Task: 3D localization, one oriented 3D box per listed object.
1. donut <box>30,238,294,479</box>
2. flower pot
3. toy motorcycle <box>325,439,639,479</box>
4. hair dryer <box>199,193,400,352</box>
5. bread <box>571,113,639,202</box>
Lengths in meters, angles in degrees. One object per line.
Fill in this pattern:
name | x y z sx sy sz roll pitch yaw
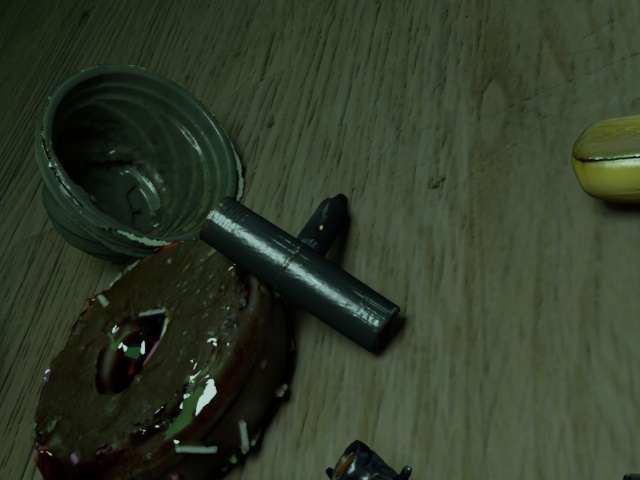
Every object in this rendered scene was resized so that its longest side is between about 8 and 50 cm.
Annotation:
donut | -0.137 0.116 0.811 0.269 0.103 0.270 -29 34 22
flower pot | -0.217 -0.067 1.024 0.140 0.235 0.236 -43 25 46
toy motorcycle | 0.062 0.211 0.495 0.358 0.125 0.213 -6 40 39
hair dryer | 0.014 0.007 0.808 0.195 0.173 0.050 -32 -26 -59
bread | 0.239 -0.056 0.653 0.115 0.056 0.082 -6 29 26
